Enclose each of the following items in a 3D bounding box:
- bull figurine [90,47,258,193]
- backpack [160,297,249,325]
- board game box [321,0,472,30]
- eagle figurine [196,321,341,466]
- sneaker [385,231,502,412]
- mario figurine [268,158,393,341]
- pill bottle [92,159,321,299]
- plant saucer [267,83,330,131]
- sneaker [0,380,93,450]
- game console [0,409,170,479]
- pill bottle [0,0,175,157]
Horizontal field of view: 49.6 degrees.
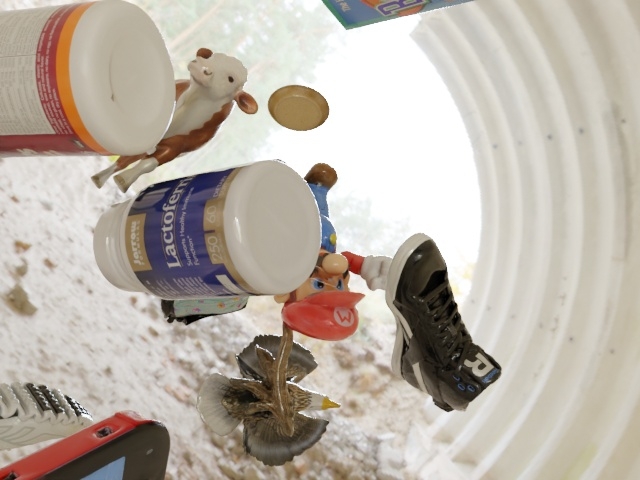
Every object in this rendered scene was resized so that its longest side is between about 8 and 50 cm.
[{"bbox_3d":[-0.200,-0.145,0.863,0.101,0.188,0.310,59,-20,-14],"label":"bull figurine"},{"bbox_3d":[-0.231,0.092,1.421,0.115,0.182,0.151,95,-5,-73],"label":"backpack"},{"bbox_3d":[0.084,-0.208,0.441,0.160,0.210,0.047,20,66,-65],"label":"board game box"},{"bbox_3d":[-0.073,0.283,1.249,0.225,0.226,0.298,39,-13,6],"label":"eagle figurine"},{"bbox_3d":[0.138,0.094,0.724,0.121,0.079,0.216,32,-34,35],"label":"sneaker"},{"bbox_3d":[0.000,0.000,1.053,0.170,0.198,0.320,60,13,-56],"label":"mario figurine"},{"bbox_3d":[-0.144,-0.004,0.838,0.265,0.153,0.153,-7,-42,37],"label":"pill bottle"},{"bbox_3d":[-0.029,-0.172,0.920,0.083,0.083,0.015,44,-29,19],"label":"plant saucer"},{"bbox_3d":[-0.511,0.291,1.100,0.292,0.118,0.110,16,7,-38],"label":"sneaker"},{"bbox_3d":[-0.335,0.392,0.779,0.060,0.341,0.387,22,23,31],"label":"game console"},{"bbox_3d":[-0.244,-0.129,0.577,0.221,0.121,0.121,2,-24,21],"label":"pill bottle"}]
